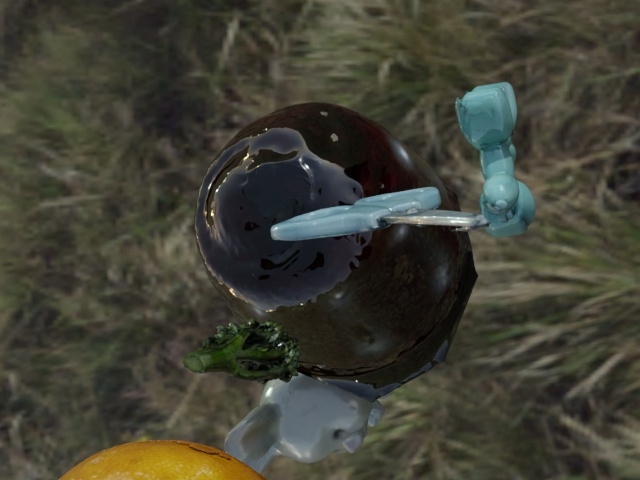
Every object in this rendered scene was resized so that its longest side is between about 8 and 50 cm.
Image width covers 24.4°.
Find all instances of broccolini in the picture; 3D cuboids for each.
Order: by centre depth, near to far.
[{"bbox_3d":[-0.071,0.103,1.402,0.091,0.202,0.068,39,93,11],"label":"broccolini"}]

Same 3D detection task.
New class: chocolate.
[{"bbox_3d":[0.000,0.000,1.989,0.384,0.331,0.383,-4,76,19],"label":"chocolate"}]

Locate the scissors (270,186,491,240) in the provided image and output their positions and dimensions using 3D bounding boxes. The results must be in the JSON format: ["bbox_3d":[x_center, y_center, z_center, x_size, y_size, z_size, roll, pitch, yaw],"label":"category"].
[{"bbox_3d":[0.082,-0.020,1.472,0.360,0.191,0.029,-169,67,-69],"label":"scissors"}]

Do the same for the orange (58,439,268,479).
[{"bbox_3d":[-0.120,0.263,1.086,0.240,0.240,0.240,6,99,42],"label":"orange"}]

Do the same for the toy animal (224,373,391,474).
[{"bbox_3d":[-0.019,0.223,2.269,0.241,0.367,0.196,30,153,12],"label":"toy animal"}]

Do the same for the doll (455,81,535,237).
[{"bbox_3d":[0.183,-0.083,1.528,0.059,0.159,0.158,-11,103,12],"label":"doll"}]
